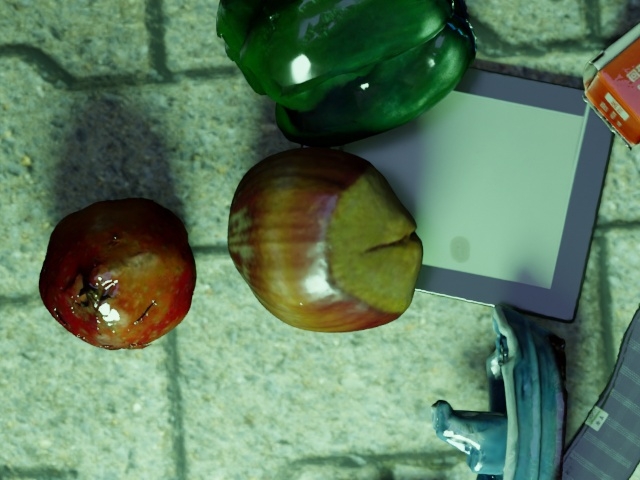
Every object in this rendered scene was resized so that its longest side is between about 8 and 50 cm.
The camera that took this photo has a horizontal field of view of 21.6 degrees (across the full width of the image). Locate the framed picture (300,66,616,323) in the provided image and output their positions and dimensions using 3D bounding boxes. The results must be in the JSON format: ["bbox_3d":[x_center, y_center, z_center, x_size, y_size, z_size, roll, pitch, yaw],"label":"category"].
[{"bbox_3d":[0.143,-0.068,1.882,0.347,0.016,0.265,11,92,8],"label":"framed picture"}]

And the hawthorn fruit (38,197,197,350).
[{"bbox_3d":[-0.227,0.047,1.828,0.181,0.235,0.181,2,104,7],"label":"hawthorn fruit"}]

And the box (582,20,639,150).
[{"bbox_3d":[0.373,-0.196,1.782,0.182,0.133,0.099,-41,83,1],"label":"box"}]

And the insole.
[{"bbox_3d":[0.357,0.163,1.853,0.110,0.012,0.309,34,94,6],"label":"insole"}]

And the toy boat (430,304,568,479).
[{"bbox_3d":[0.188,0.224,1.818,0.142,0.129,0.309,5,92,-3],"label":"toy boat"}]

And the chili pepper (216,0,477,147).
[{"bbox_3d":[0.025,-0.237,1.785,0.257,0.248,0.233,-33,48,3],"label":"chili pepper"}]

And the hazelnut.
[{"bbox_3d":[0.002,-0.001,1.812,0.181,0.181,0.212,-21,109,-19],"label":"hazelnut"}]
